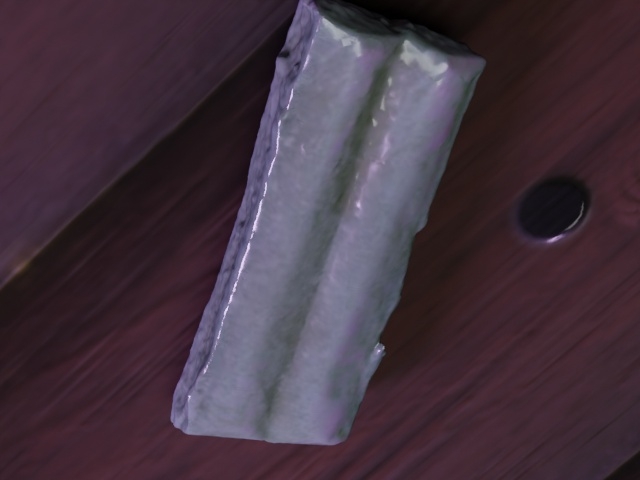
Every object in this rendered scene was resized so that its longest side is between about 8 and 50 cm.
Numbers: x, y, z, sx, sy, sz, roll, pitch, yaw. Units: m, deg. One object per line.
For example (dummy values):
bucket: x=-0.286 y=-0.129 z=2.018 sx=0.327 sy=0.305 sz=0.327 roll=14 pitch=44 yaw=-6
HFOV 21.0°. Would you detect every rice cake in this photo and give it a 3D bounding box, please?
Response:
rice cake: x=0.000 y=0.000 z=0.730 sx=0.085 sy=0.040 sz=0.226 roll=5 pitch=125 yaw=-20
